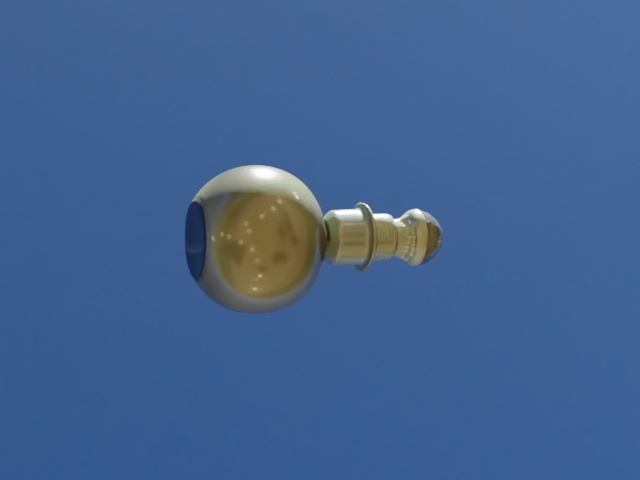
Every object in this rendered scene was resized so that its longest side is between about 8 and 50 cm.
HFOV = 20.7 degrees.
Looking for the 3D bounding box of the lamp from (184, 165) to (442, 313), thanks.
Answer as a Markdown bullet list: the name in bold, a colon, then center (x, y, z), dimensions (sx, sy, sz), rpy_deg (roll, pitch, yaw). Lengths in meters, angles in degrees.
- **lamp**: center (0.000, 0.000, 1.081), dimensions (0.163, 0.091, 0.091), rpy_deg (1, -80, -20)
